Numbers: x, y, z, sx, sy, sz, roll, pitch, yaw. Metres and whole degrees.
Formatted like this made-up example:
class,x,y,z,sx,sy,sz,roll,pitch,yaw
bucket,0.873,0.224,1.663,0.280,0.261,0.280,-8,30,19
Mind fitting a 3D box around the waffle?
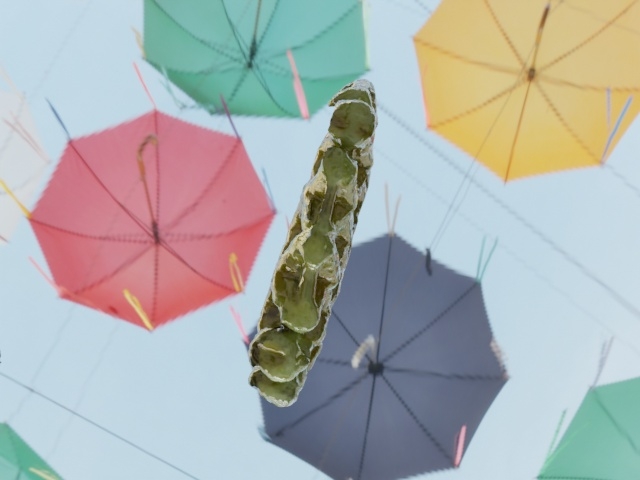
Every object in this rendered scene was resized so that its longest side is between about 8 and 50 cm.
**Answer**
class,x,y,z,sx,sy,sz,roll,pitch,yaw
waffle,0.000,0.000,0.626,0.036,0.169,0.183,17,-81,0
